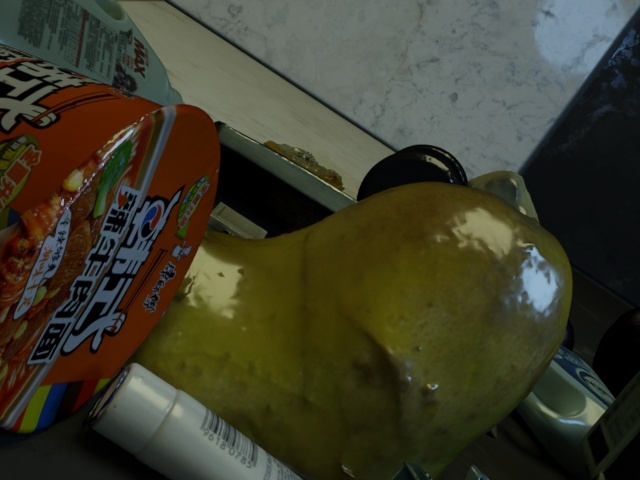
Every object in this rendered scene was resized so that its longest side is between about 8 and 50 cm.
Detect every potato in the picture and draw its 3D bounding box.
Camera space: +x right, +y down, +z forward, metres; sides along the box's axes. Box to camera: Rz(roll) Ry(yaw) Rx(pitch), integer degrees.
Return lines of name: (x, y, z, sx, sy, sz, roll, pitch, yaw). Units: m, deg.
potato: (0.034, 0.042, 0.824, 0.397, 0.296, 0.290, 34, 13, -6)

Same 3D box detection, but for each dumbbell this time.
dumbbell: (0.192, -0.086, 1.740, 0.204, 0.203, 0.322, 35, 14, 3)

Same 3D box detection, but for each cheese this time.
cheese: (0.373, 0.016, 1.677, 0.318, 0.115, 0.326, -85, 152, -51)

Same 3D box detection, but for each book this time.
book: (-0.050, -0.110, 1.456, 0.300, 0.039, 0.428, 31, 2, -12)

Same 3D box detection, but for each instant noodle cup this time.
instant noodle cup: (-0.217, -0.020, 0.607, 0.192, 0.250, 0.250, 28, 13, 12)

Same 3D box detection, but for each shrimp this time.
shrimp: (0.000, 0.000, 1.331, 0.249, 0.068, 0.150, 41, 24, 31)

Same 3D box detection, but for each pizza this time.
pizza: (-0.013, -0.153, 1.849, 0.181, 0.034, 0.262, 37, 14, 12)

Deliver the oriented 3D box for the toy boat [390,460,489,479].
toy boat: (0.131, 0.273, 0.664, 0.246, 0.103, 0.093, 54, 0, 42)

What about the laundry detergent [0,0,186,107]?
laundry detergent: (-0.327, -0.260, 1.205, 0.398, 0.125, 0.263, 30, 49, -48)

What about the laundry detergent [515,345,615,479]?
laundry detergent: (0.347, 0.246, 1.208, 0.215, 0.105, 0.280, 32, 17, -14)

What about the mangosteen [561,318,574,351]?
mangosteen: (0.334, 0.162, 1.411, 0.153, 0.152, 0.152, 32, 15, -9)

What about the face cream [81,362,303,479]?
face cream: (-0.059, 0.177, 0.653, 0.244, 0.058, 0.092, 37, 8, -12)

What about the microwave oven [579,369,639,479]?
microwave oven: (0.486, 0.314, 0.880, 0.333, 0.247, 0.394, 28, 26, -15)

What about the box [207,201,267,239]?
box: (-0.116, -0.010, 1.159, 0.079, 0.035, 0.083, 33, 15, -3)

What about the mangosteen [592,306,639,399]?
mangosteen: (0.618, 0.232, 1.493, 0.288, 0.287, 0.233, 40, 38, 23)
